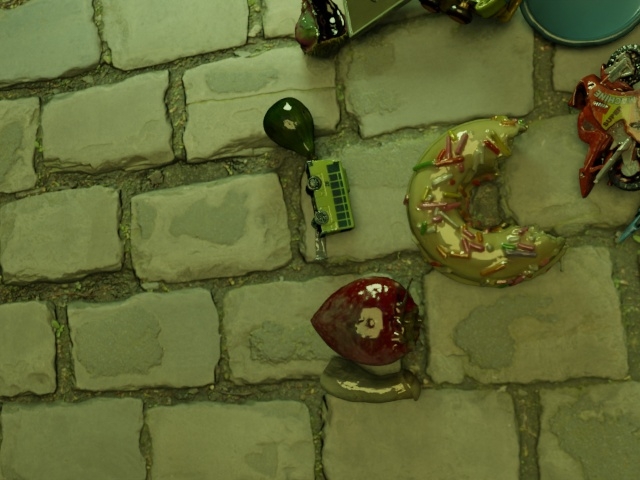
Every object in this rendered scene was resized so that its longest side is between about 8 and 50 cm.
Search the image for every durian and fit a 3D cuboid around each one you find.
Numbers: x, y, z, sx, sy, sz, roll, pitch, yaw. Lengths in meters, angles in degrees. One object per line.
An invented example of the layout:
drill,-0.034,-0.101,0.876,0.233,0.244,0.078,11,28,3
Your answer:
durian,-0.005,-0.511,1.376,0.108,0.119,0.186,-37,60,48

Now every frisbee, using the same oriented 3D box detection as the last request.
frisbee,0.577,-0.557,1.230,0.290,0.049,0.289,0,89,17

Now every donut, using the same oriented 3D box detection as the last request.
donut,0.333,-0.076,1.207,0.307,0.150,0.371,-16,82,14

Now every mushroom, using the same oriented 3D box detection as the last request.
mushroom,0.112,0.322,1.273,0.223,0.092,0.081,4,130,19

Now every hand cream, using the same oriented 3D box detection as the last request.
hand cream,0.000,0.000,1.364,0.030,0.019,0.093,-4,92,13

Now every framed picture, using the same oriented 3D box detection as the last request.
framed picture,0.140,-0.574,1.312,0.203,0.015,0.150,-26,58,32

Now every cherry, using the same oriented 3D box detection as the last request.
cherry,0.096,0.174,1.238,0.250,0.175,0.192,-5,98,17

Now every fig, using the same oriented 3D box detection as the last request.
fig,-0.060,-0.259,1.341,0.117,0.117,0.177,-40,61,9

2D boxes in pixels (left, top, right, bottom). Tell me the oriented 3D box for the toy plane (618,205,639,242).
toy plane,0.694,-0.086,1.150,0.169,0.078,0.246,43,102,14

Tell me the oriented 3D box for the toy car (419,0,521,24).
toy car,0.336,-0.573,1.250,0.248,0.142,0.200,41,107,35

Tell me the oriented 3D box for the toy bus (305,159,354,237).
toy bus,0.020,-0.101,1.320,0.101,0.088,0.175,-11,85,-5

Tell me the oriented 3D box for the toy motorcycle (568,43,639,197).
toy motorcycle,0.600,-0.242,1.163,0.171,0.089,0.298,-4,87,41
